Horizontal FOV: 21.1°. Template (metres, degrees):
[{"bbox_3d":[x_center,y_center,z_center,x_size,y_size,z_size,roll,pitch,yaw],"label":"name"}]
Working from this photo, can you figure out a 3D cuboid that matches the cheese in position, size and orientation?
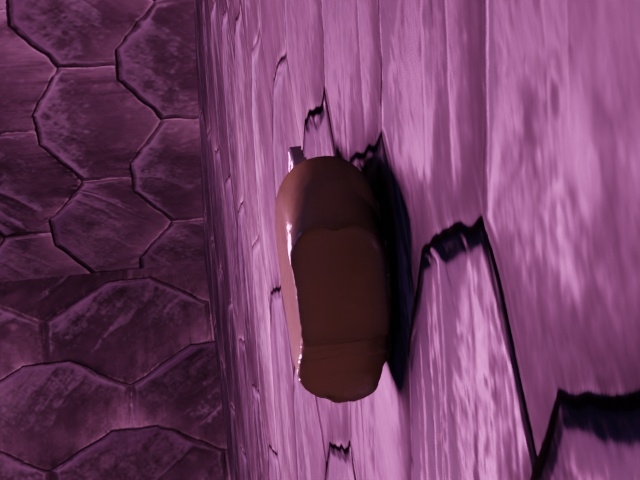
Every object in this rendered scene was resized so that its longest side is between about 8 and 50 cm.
[{"bbox_3d":[0.000,0.000,0.961,0.255,0.050,0.127,-109,13,-72],"label":"cheese"}]
